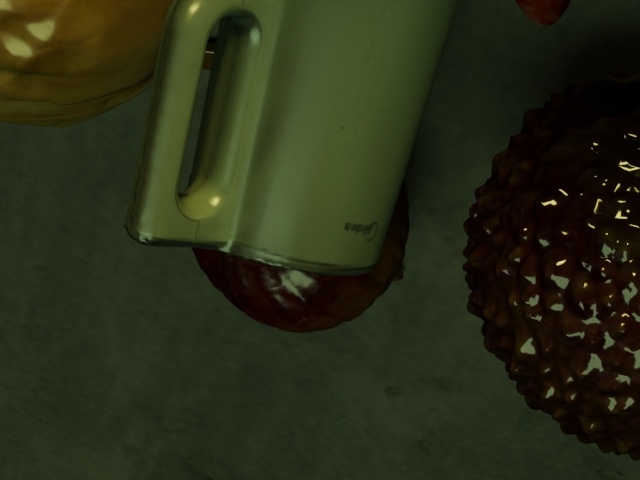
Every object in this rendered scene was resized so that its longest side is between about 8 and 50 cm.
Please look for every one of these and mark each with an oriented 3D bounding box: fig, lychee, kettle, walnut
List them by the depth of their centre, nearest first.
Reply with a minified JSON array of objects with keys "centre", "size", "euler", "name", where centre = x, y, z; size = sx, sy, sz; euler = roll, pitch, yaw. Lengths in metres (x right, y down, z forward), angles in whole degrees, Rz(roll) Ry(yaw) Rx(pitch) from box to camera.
[{"centre":[-0.004,-0.065,0.643],"size":[0.098,0.127,0.148],"euler":[18,102,10],"name":"kettle"},{"centre":[-0.143,-0.132,0.653],"size":[0.206,0.159,0.159],"euler":[21,141,-2],"name":"walnut"},{"centre":[0.151,0.016,0.688],"size":[0.188,0.188,0.188],"euler":[12,141,10],"name":"lychee"},{"centre":[-0.012,-0.006,0.792],"size":[0.119,0.119,0.153],"euler":[16,166,5],"name":"fig"}]

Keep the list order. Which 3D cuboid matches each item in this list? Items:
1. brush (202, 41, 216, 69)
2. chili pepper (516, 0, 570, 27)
[{"centre":[-0.085,-0.096,0.779],"size":[0.169,0.014,0.043],"euler":[10,142,11],"name":"brush"},{"centre":[0.066,-0.177,0.579],"size":[0.071,0.063,0.272],"euler":[8,151,30],"name":"chili pepper"}]
